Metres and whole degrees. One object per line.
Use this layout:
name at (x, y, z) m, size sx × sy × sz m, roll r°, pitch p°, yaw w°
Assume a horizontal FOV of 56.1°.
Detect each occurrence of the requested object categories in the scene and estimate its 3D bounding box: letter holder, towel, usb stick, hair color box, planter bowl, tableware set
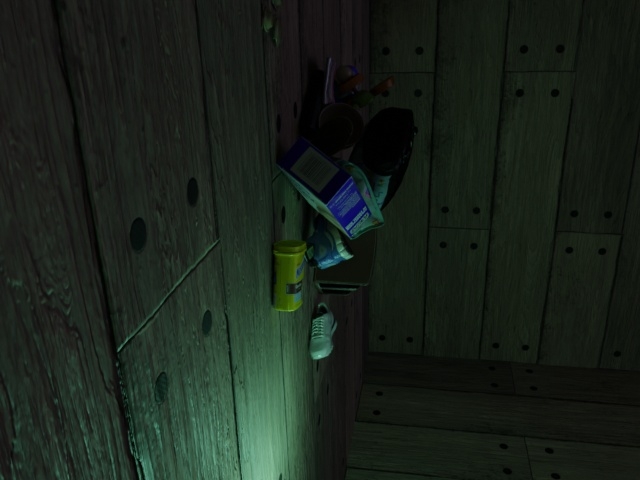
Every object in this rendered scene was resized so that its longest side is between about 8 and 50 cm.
letter holder at (0.104, 0.039, 2.213) m, size 0.152 × 0.215 × 0.301 m, roll 69°, pitch 25°, yaw -66°
towel at (0.032, -0.517, 1.954) m, size 0.197 × 0.029 × 0.144 m, roll -67°, pitch 162°, yaw -76°
usb stick at (-0.021, -0.428, 1.880) m, size 0.077 × 0.045 × 0.278 m, roll 81°, pitch 15°, yaw -51°
hair color box at (0.020, -0.137, 1.667) m, size 0.110 × 0.185 × 0.339 m, roll -49°, pitch 160°, yaw 0°
planter bowl at (0.060, -0.381, 2.094) m, size 0.109 × 0.162 × 0.162 m, roll 128°, pitch -30°, yaw -69°
tableware set at (-0.112, -0.546, 1.415) m, size 0.169 × 0.020 × 0.141 m, roll -8°, pitch 103°, yaw -81°

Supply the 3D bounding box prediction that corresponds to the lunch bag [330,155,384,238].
lunch bag at (0.082, -0.154, 1.974) m, size 0.262 × 0.160 × 0.223 m, roll 64°, pitch -3°, yaw -13°

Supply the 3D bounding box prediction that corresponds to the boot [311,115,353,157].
boot at (0.029, -0.322, 1.868) m, size 0.236 × 0.089 × 0.269 m, roll -44°, pitch -171°, yaw 26°

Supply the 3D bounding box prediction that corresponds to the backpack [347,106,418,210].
backpack at (0.205, -0.268, 2.177) m, size 0.355 × 0.274 × 0.290 m, roll 75°, pitch 28°, yaw -57°

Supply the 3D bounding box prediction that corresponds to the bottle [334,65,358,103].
bottle at (0.097, -0.552, 2.379) m, size 0.118 × 0.092 × 0.282 m, roll 62°, pitch 32°, yaw -62°

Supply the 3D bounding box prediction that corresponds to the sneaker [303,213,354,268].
sneaker at (0.000, 0.000, 1.932) m, size 0.129 × 0.147 × 0.330 m, roll 59°, pitch 4°, yaw -17°

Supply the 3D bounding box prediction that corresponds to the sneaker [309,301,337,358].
sneaker at (-0.003, 0.319, 2.105) m, size 0.235 × 0.090 × 0.094 m, roll -79°, pitch 154°, yaw -58°

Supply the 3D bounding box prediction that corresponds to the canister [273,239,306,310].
canister at (-0.082, 0.090, 1.581) m, size 0.126 × 0.073 × 0.169 m, roll -37°, pitch 130°, yaw -77°

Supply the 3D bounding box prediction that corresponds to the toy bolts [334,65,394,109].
toy bolts at (0.130, -0.580, 2.206) m, size 0.158 × 0.218 × 0.228 m, roll 56°, pitch -20°, yaw -13°

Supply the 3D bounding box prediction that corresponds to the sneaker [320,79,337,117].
sneaker at (0.032, -0.512, 2.123) m, size 0.084 × 0.058 × 0.152 m, roll -65°, pitch 151°, yaw -44°
